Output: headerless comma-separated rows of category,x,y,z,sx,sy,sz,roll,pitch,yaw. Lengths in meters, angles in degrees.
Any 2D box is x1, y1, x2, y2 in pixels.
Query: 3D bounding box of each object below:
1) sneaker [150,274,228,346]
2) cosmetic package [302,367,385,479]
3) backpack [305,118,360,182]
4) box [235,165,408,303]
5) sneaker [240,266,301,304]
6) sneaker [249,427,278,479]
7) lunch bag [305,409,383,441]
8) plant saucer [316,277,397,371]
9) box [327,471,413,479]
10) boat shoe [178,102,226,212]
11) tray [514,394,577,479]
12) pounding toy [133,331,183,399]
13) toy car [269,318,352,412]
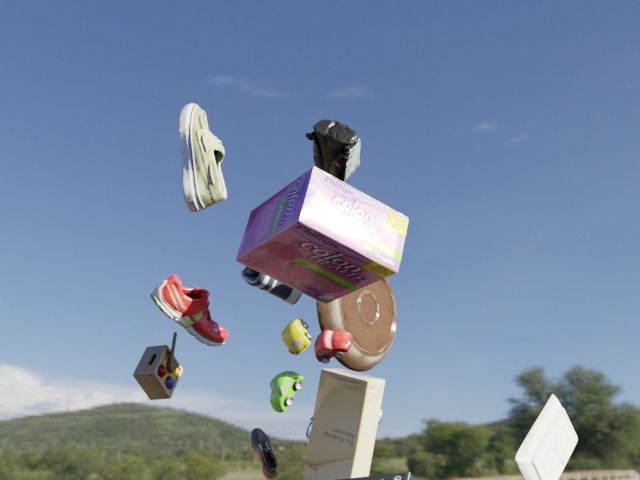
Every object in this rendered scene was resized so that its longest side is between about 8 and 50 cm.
sneaker,-0.338,0.195,2.136,0.279,0.118,0.107,44,0,-37
cosmetic package,0.066,0.525,2.165,0.160,0.309,0.113,8,-3,31
backpack,0.047,-0.243,2.184,0.152,0.115,0.182,32,-35,28
box,0.000,0.000,1.427,0.213,0.117,0.243,28,-31,-23
sneaker,-0.141,0.057,2.128,0.153,0.282,0.099,25,-69,-24
sneaker,-0.158,0.612,2.250,0.061,0.158,0.065,-16,-30,-22
lunch bag,0.069,0.566,2.373,0.176,0.219,0.090,40,-19,10
plant saucer,0.106,0.172,1.938,0.050,0.310,0.310,-12,-21,38
box,0.053,0.592,1.382,0.294,0.296,0.183,-12,21,21
boat shoe,-0.269,-0.196,1.793,0.094,0.302,0.109,-12,-30,4
tray,0.540,0.489,1.805,0.030,0.145,0.270,-19,11,41
pounding toy,-0.452,0.360,2.219,0.100,0.141,0.130,-8,-53,22
toy car,-0.055,0.281,1.753,0.053,0.225,0.239,40,-18,-31
